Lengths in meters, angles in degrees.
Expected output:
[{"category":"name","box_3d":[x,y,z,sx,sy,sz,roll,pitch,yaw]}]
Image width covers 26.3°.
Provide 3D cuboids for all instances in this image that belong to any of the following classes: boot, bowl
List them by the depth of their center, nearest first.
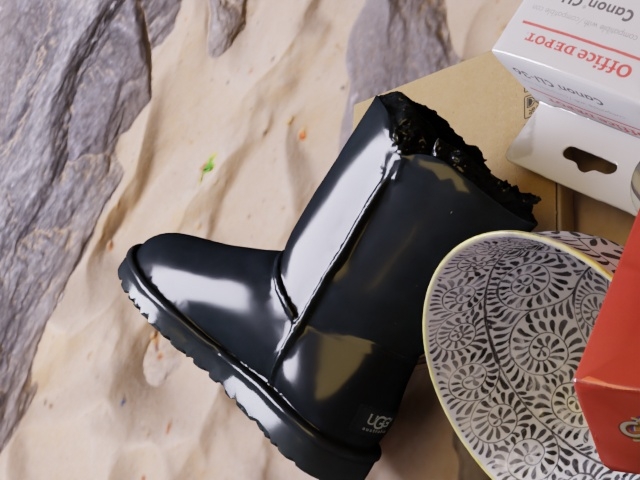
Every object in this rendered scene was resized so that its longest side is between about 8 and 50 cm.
[{"category":"bowl","box_3d":[0.140,0.059,0.695,0.080,0.170,0.170,-29,29,-35]},{"category":"boot","box_3d":[0.000,0.000,0.832,0.246,0.094,0.207,40,102,42]}]

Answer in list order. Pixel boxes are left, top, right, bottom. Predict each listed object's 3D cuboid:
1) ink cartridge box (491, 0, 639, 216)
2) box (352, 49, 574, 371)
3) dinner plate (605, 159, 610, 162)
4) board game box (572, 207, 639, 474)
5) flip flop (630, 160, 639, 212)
[{"category":"ink cartridge box","box_3d":[0.180,-0.123,0.762,0.115,0.067,0.198,28,84,43]},{"category":"box","box_3d":[0.082,-0.020,0.852,0.164,0.021,0.201,-18,58,38]},{"category":"dinner plate","box_3d":[0.203,-0.108,0.800,0.141,0.017,0.141,-21,55,34]},{"category":"board game box","box_3d":[0.269,-0.033,0.561,0.242,0.064,0.317,5,51,32]},{"category":"flip flop","box_3d":[0.236,0.048,0.631,0.277,0.112,0.080,52,144,44]}]
